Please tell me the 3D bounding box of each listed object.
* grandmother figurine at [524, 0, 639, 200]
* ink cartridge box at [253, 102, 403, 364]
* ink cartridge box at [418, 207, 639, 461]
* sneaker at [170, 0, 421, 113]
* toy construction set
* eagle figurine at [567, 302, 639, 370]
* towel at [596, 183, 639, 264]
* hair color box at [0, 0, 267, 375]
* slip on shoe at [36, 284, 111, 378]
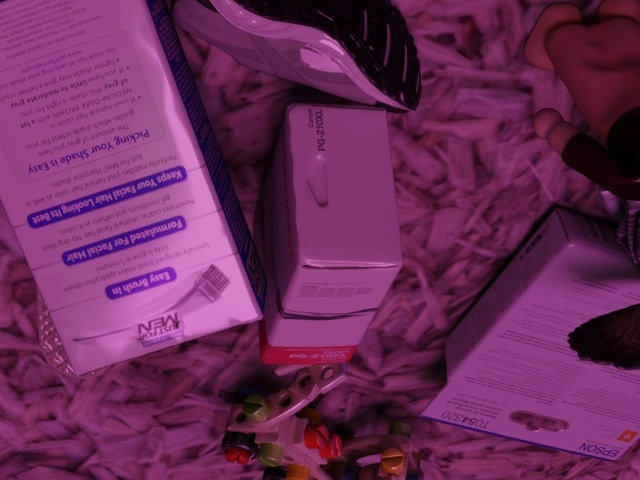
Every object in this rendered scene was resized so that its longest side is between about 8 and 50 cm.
[{"bbox_3d":[0.299,-0.095,1.055,0.207,0.342,0.104,-15,133,4],"label":"grandmother figurine"},{"bbox_3d":[0.000,0.000,1.158,0.100,0.172,0.237,1,153,-11],"label":"ink cartridge box"},{"bbox_3d":[0.331,0.130,1.459,0.324,0.071,0.330,17,131,-25],"label":"ink cartridge box"},{"bbox_3d":[-0.015,-0.190,1.095,0.271,0.100,0.108,23,149,-32],"label":"sneaker"},{"bbox_3d":[0.011,0.240,1.445,0.215,0.151,0.328,-6,130,29],"label":"toy construction set"},{"bbox_3d":[0.437,0.089,1.227,0.298,0.225,0.226,29,93,-26],"label":"eagle figurine"},{"bbox_3d":[0.428,-0.061,1.191,0.283,0.121,0.235,-23,166,10],"label":"towel"},{"bbox_3d":[-0.188,-0.068,1.066,0.185,0.110,0.339,-17,105,6],"label":"hair color box"},{"bbox_3d":[-0.230,-0.018,1.206,0.123,0.101,0.331,12,119,6],"label":"slip on shoe"}]
